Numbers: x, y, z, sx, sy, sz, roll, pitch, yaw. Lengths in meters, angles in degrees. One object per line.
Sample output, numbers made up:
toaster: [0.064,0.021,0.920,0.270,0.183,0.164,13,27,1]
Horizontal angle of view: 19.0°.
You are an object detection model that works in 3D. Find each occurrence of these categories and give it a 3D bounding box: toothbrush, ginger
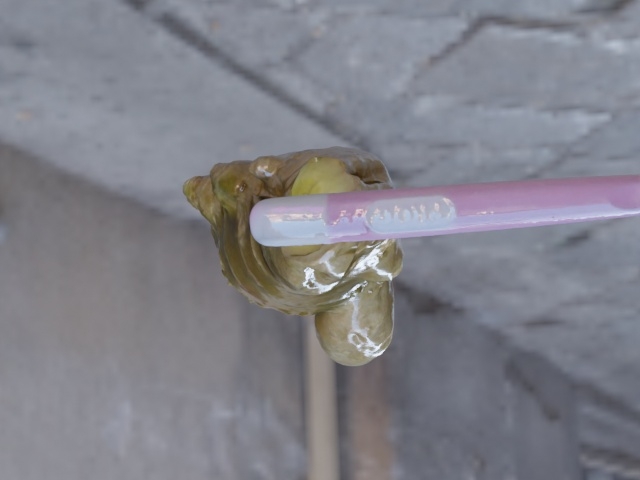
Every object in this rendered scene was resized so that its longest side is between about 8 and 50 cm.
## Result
toothbrush: [0.115,-0.017,0.727,0.286,0.020,0.025,-4,-170,6]
ginger: [-0.009,-0.007,0.934,0.081,0.115,0.205,-26,161,-10]
